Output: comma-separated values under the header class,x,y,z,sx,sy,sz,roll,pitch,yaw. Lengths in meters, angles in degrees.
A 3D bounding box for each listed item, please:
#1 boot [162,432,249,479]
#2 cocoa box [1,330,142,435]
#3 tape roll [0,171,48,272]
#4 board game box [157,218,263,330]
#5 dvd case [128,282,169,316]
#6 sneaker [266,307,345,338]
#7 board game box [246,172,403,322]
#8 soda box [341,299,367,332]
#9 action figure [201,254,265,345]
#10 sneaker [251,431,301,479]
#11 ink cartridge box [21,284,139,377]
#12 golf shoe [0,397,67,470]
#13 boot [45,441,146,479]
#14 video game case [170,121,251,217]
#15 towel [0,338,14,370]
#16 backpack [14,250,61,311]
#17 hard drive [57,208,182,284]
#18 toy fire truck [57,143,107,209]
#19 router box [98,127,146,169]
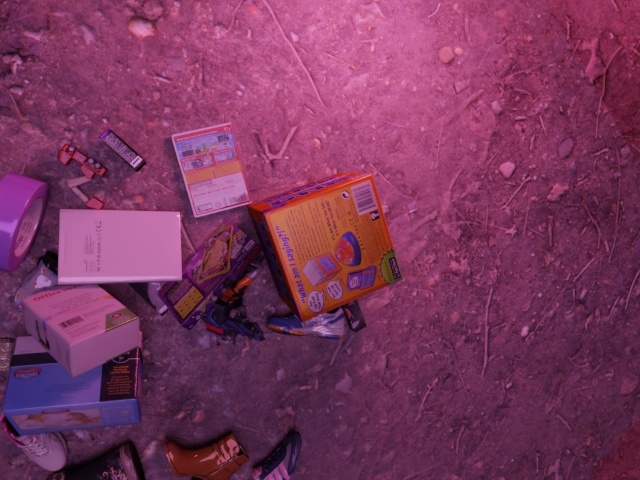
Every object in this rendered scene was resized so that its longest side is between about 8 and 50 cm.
class,x,y,z,sx,sy,sz,roll,pitch,yaw
boot,-0.405,0.764,1.698,0.220,0.109,0.283,-34,108,-9
cocoa box,-0.727,0.433,1.449,0.347,0.231,0.227,0,53,-17
tape roll,-0.877,-0.052,1.358,0.090,0.275,0.274,19,92,-18
board game box,-0.364,0.103,1.559,0.347,0.208,0.056,-48,140,-8
dvd case,-0.554,0.125,1.615,0.164,0.018,0.221,-43,106,-9
sneaker,-0.053,0.290,1.760,0.297,0.112,0.130,9,77,-19
board game box,0.000,0.000,1.589,0.356,0.356,0.356,-21,103,-13
soda box,0.118,0.262,1.820,0.060,0.053,0.168,-25,103,-12
action figure,-0.270,0.214,1.612,0.179,0.341,0.330,3,108,-59
sneaker,-0.180,0.857,1.780,0.131,0.112,0.318,25,88,-21
ink cartridge box,-0.694,0.240,1.381,0.201,0.278,0.117,-23,130,-49
golf shoe,-0.919,0.629,1.511,0.115,0.140,0.306,-30,106,-13
boot,-0.733,0.903,1.603,0.284,0.138,0.377,-12,97,-16
video game case,-0.368,-0.239,1.619,0.204,0.025,0.285,-16,102,-14
towel,-1.047,0.359,1.492,0.148,0.027,0.110,7,96,-18
backpack,-0.855,0.143,1.475,0.182,0.115,0.152,-47,108,-7
hard drive,-0.626,0.019,1.507,0.353,0.047,0.232,0,76,-23
toy fire truck,-0.747,-0.198,1.497,0.192,0.047,0.135,34,86,-19
router box,-0.603,-0.274,1.461,0.133,0.179,0.046,44,81,-16
